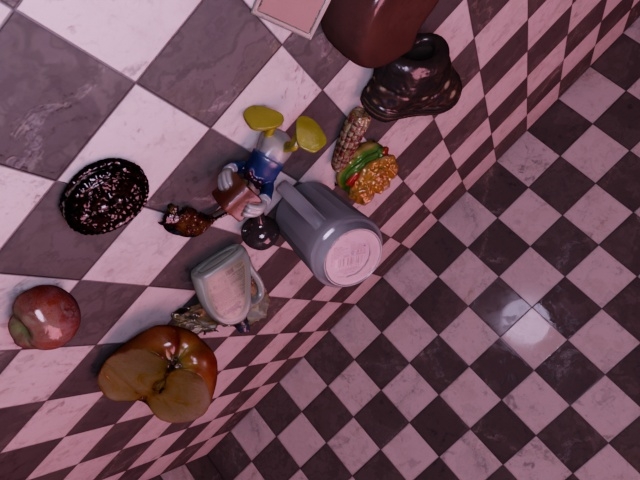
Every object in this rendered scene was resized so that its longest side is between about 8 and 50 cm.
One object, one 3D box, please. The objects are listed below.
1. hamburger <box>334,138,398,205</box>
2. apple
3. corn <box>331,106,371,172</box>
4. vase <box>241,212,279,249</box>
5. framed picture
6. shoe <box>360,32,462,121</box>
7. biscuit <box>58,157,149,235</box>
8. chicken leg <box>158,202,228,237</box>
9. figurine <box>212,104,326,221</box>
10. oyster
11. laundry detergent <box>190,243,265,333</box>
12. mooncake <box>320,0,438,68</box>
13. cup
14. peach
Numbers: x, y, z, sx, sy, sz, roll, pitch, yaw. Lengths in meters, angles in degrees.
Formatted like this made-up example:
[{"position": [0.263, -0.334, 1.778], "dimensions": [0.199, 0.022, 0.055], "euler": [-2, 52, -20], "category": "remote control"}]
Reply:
[{"position": [0.176, -0.233, 1.818], "dimensions": [0.237, 0.149, 0.237], "euler": [-36, 156, -18], "category": "hamburger"}, {"position": [-0.499, 0.429, 1.640], "dimensions": [0.329, 0.295, 0.365], "euler": [-5, 145, -44], "category": "apple"}, {"position": [0.090, -0.312, 1.617], "dimensions": [0.080, 0.079, 0.237], "euler": [-27, 156, -36], "category": "corn"}, {"position": [-0.186, -0.057, 1.572], "dimensions": [0.120, 0.120, 0.182], "euler": [-31, 142, -29], "category": "vase"}, {"position": [-0.039, -0.505, 1.015], "dimensions": [0.142, 0.011, 0.183], "euler": [12, 127, -30], "category": "framed picture"}, {"position": [0.304, -0.490, 1.518], "dimensions": [0.384, 0.171, 0.237], "euler": [-18, 153, -34], "category": "shoe"}, {"position": [-0.452, -0.090, 1.092], "dimensions": [0.195, 0.053, 0.194], "euler": [-36, 158, -17], "category": "biscuit"}, {"position": [-0.328, -0.059, 1.385], "dimensions": [0.253, 0.051, 0.105], "euler": [-16, 142, -55], "category": "chicken leg"}, {"position": [-0.157, -0.149, 1.336], "dimensions": [0.283, 0.205, 0.338], "euler": [-61, -178, -29], "category": "figurine"}, {"position": [-0.334, 0.243, 1.772], "dimensions": [0.337, 0.197, 0.133], "euler": [-25, -173, -26], "category": "oyster"}, {"position": [-0.277, 0.171, 1.654], "dimensions": [0.215, 0.105, 0.280], "euler": [-37, 122, -27], "category": "laundry detergent"}, {"position": [0.157, -0.557, 1.124], "dimensions": [0.334, 0.174, 0.325], "euler": [-37, 160, -22], "category": "mooncake"}, {"position": [0.004, -0.044, 1.583], "dimensions": [0.237, 0.327, 0.323], "euler": [-44, 127, 0], "category": "cup"}, {"position": [-0.632, 0.173, 1.189], "dimensions": [0.152, 0.152, 0.152], "euler": [-36, 158, -17], "category": "peach"}]
